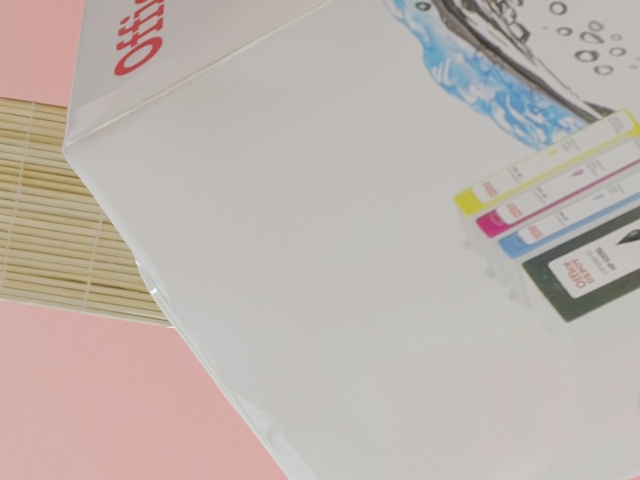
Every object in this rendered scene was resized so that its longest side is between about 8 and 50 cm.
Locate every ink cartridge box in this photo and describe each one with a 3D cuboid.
[{"bbox_3d":[0.071,-0.051,0.433,0.232,0.168,0.171,-27,-152,11],"label":"ink cartridge box"}]

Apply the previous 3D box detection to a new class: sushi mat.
[{"bbox_3d":[-0.228,-0.030,1.130,0.316,0.019,0.151,9,-85,4],"label":"sushi mat"}]
